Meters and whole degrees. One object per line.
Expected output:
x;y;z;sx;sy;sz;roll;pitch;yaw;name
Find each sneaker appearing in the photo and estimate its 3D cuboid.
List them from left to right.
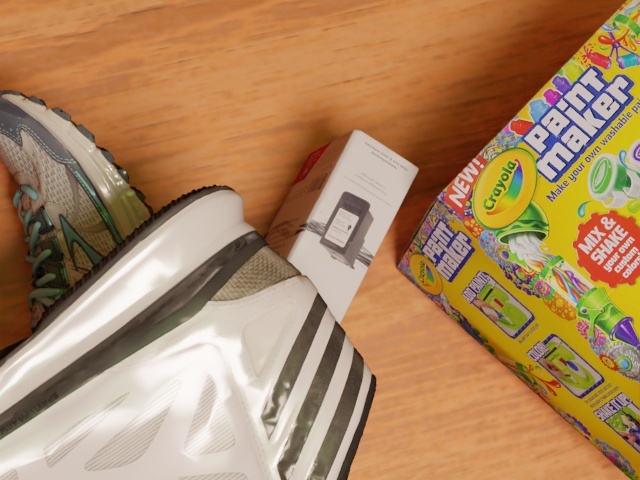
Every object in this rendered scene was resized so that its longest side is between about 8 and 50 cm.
-0.175;0.017;1.092;0.122;0.110;0.283;-39;94;-15;sneaker
-0.147;0.195;0.961;0.447;0.169;0.257;-42;83;-6;sneaker

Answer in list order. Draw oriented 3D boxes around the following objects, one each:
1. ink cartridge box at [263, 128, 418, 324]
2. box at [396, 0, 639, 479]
0.000;0.000;1.146;0.063;0.109;0.150;32;74;-14;ink cartridge box
0.267;-0.009;1.168;0.279;0.177;0.290;42;71;7;box
